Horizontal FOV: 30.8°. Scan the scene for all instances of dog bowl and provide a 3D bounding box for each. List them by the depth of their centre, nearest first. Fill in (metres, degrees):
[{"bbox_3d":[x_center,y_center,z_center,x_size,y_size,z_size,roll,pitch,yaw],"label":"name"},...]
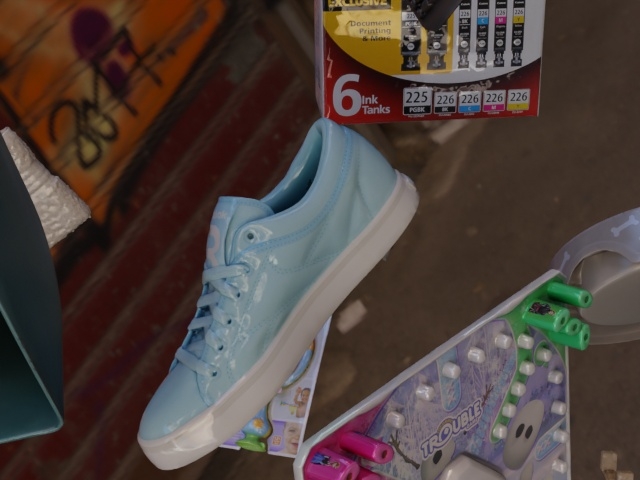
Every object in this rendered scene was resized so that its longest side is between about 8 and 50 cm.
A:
[{"bbox_3d":[0.534,0.052,1.897,0.349,0.349,0.102,-24,61,21],"label":"dog bowl"}]

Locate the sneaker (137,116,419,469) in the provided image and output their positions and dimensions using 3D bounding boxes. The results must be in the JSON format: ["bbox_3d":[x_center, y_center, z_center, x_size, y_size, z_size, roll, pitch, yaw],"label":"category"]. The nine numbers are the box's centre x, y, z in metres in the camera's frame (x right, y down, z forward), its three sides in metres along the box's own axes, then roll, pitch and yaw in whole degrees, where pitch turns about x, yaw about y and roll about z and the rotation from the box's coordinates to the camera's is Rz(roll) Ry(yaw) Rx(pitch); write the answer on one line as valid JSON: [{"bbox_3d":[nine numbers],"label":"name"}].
[{"bbox_3d":[-0.071,0.037,1.089,0.366,0.150,0.135,-51,20,-18],"label":"sneaker"}]

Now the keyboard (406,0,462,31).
[{"bbox_3d":[0.124,-0.368,1.193,0.033,0.201,0.317,-21,-13,-24],"label":"keyboard"}]

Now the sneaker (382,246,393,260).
[{"bbox_3d":[0.000,0.000,1.396,0.186,0.084,0.069,-2,33,-8],"label":"sneaker"}]

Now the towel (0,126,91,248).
[{"bbox_3d":[-0.502,-0.021,1.730,0.282,0.187,0.049,-36,28,11],"label":"towel"}]

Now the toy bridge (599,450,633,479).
[{"bbox_3d":[0.461,0.382,1.773,0.026,0.063,0.188,0,11,-2],"label":"toy bridge"}]

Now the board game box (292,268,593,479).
[{"bbox_3d":[0.146,0.276,1.126,0.050,0.390,0.390,18,35,41],"label":"board game box"}]

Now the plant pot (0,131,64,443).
[{"bbox_3d":[-0.281,0.012,0.820,0.165,0.165,0.234,-14,39,2],"label":"plant pot"}]

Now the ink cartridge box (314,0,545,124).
[{"bbox_3d":[0.148,-0.313,1.628,0.309,0.271,0.130,-3,24,-4],"label":"ink cartridge box"}]

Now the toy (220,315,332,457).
[{"bbox_3d":[-0.070,0.160,1.538,0.137,0.056,0.237,3,71,27],"label":"toy"}]
